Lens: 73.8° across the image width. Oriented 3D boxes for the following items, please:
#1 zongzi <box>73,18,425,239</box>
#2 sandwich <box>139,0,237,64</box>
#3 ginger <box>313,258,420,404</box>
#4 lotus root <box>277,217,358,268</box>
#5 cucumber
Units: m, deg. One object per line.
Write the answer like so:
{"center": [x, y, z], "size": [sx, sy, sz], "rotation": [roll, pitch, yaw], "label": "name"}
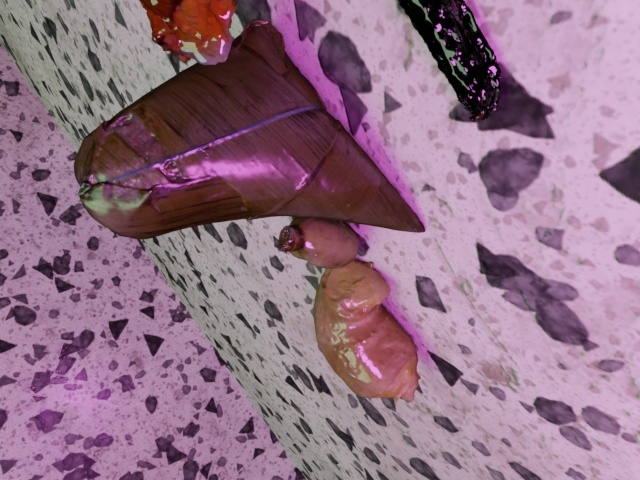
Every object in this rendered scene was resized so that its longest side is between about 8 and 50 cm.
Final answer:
{"center": [-0.078, -0.054, 0.540], "size": [0.360, 0.323, 0.160], "rotation": [47, 165, 0], "label": "zongzi"}
{"center": [-0.122, -0.340, 0.461], "size": [0.250, 0.162, 0.301], "rotation": [3, 94, 39], "label": "sandwich"}
{"center": [0.071, 0.160, 0.728], "size": [0.152, 0.138, 0.267], "rotation": [-21, 98, 54], "label": "ginger"}
{"center": [0.001, -0.001, 0.647], "size": [0.090, 0.183, 0.077], "rotation": [20, 94, 29], "label": "lotus root"}
{"center": [0.114, -0.193, 0.391], "size": [0.181, 0.053, 0.053], "rotation": [57, 150, -10], "label": "cucumber"}
